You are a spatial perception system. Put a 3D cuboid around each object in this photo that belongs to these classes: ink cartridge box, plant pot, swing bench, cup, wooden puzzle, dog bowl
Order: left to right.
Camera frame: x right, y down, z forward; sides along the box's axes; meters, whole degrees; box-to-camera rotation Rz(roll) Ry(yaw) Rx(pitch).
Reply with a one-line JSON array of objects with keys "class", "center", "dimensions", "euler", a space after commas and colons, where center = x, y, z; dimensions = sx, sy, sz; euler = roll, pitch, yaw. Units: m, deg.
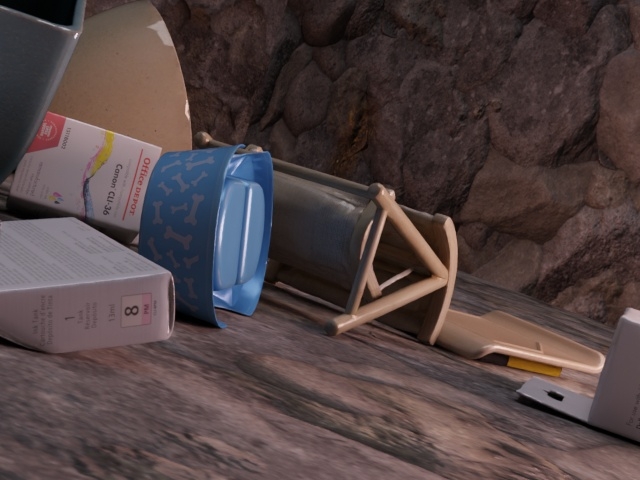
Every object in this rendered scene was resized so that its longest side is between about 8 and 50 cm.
[{"class": "plant pot", "center": [-0.407, -0.184, 1.406], "dimensions": [0.247, 0.252, 0.248], "euler": [16, 22, -14]}, {"class": "ink cartridge box", "center": [-0.243, 0.032, 0.885], "dimensions": [0.232, 0.066, 0.189], "euler": [-9, 17, -30]}, {"class": "cup", "center": [-0.373, -0.210, 2.100], "dimensions": [0.237, 0.331, 0.331], "euler": [-12, 15, -20]}, {"class": "ink cartridge box", "center": [-0.264, -0.070, 1.557], "dimensions": [0.198, 0.115, 0.067], "euler": [16, -17, -14]}, {"class": "dog bowl", "center": [-0.104, -0.009, 1.232], "dimensions": [0.074, 0.166, 0.297], "euler": [6, 2, 7]}, {"class": "swing bench", "center": [0.000, 0.000, 1.494], "dimensions": [0.253, 0.165, 0.254], "euler": [19, 3, 30]}, {"class": "wooden puzzle", "center": [0.206, 0.124, 1.641], "dimensions": [0.238, 0.044, 0.221], "euler": [9, 8, -39]}, {"class": "ink cartridge box", "center": [0.395, 0.159, 1.339], "dimensions": [0.353, 0.119, 0.207], "euler": [19, 4, 13]}]

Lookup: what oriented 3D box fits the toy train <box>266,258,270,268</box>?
[{"class": "toy train", "center": [-0.107, 0.026, 1.663], "dimensions": [0.036, 0.027, 0.158], "euler": [16, 2, 32]}]

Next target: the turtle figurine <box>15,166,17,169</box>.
[{"class": "turtle figurine", "center": [-0.392, -0.172, 1.697], "dimensions": [0.266, 0.198, 0.274], "euler": [33, 40, 13]}]
